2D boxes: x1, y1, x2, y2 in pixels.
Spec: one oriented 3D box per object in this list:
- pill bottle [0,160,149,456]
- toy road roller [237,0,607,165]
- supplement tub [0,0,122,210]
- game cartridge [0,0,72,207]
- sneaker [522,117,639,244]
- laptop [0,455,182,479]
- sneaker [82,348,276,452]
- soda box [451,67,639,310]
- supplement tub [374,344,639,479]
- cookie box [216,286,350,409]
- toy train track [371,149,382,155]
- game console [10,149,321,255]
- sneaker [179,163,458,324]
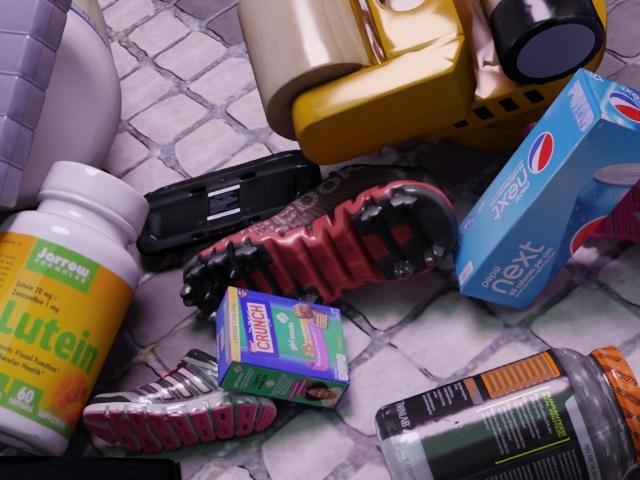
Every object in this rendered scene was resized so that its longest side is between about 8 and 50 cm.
[{"bbox_3d":[-0.247,0.058,1.051,0.136,0.136,0.246,10,68,28],"label":"pill bottle"},{"bbox_3d":[0.107,-0.177,1.108,0.329,0.240,0.202,-18,61,4],"label":"toy road roller"},{"bbox_3d":[-0.349,-0.198,1.293,0.235,0.235,0.325,-23,29,-3],"label":"supplement tub"},{"bbox_3d":[-0.406,-0.169,1.079,0.355,0.068,0.230,10,86,24],"label":"game cartridge"},{"bbox_3d":[0.289,-0.053,1.042,0.111,0.103,0.252,-28,39,-28],"label":"sneaker"},{"bbox_3d":[-0.307,0.338,0.830,0.408,0.236,0.382,-49,20,9],"label":"laptop"},{"bbox_3d":[-0.123,0.136,1.027,0.170,0.063,0.075,-8,45,6],"label":"sneaker"},{"bbox_3d":[0.193,-0.037,0.978,0.071,0.210,0.067,17,40,-22],"label":"soda box"},{"bbox_3d":[0.145,0.151,0.871,0.190,0.117,0.117,-19,43,2],"label":"supplement tub"},{"bbox_3d":[-0.034,0.093,1.011,0.107,0.040,0.092,12,39,-17],"label":"cookie box"},{"bbox_3d":[0.026,-0.099,1.241,0.083,0.014,0.048,11,44,22],"label":"toy train track"},{"bbox_3d":[-0.171,-0.007,1.201,0.361,0.044,0.213,-16,44,7],"label":"game console"},{"bbox_3d":[0.000,0.000,1.094,0.276,0.098,0.135,-20,22,19],"label":"sneaker"}]
